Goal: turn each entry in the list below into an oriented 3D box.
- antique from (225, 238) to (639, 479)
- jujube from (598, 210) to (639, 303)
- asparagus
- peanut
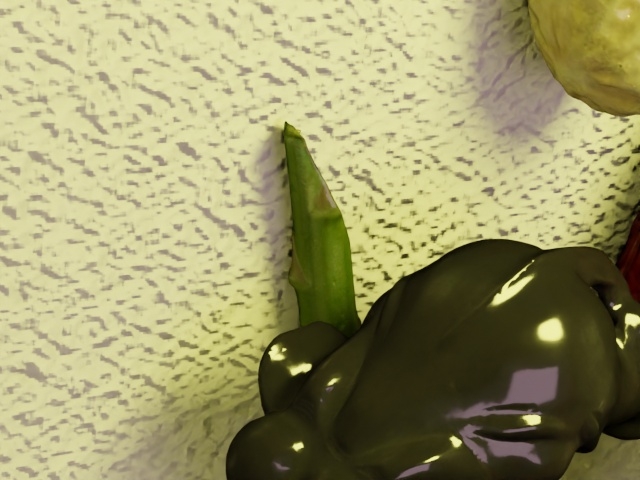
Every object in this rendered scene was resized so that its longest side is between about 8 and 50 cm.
[{"bbox_3d":[0.082,0.128,1.233,0.322,0.185,0.255,-45,155,-3],"label":"antique"},{"bbox_3d":[0.332,-0.002,1.384,0.216,0.216,0.342,25,111,-41],"label":"jujube"},{"bbox_3d":[0.000,0.000,1.243,0.041,0.045,0.178,-47,139,-48],"label":"asparagus"},{"bbox_3d":[0.215,-0.232,1.232,0.136,0.120,0.298,5,105,-32],"label":"peanut"}]
